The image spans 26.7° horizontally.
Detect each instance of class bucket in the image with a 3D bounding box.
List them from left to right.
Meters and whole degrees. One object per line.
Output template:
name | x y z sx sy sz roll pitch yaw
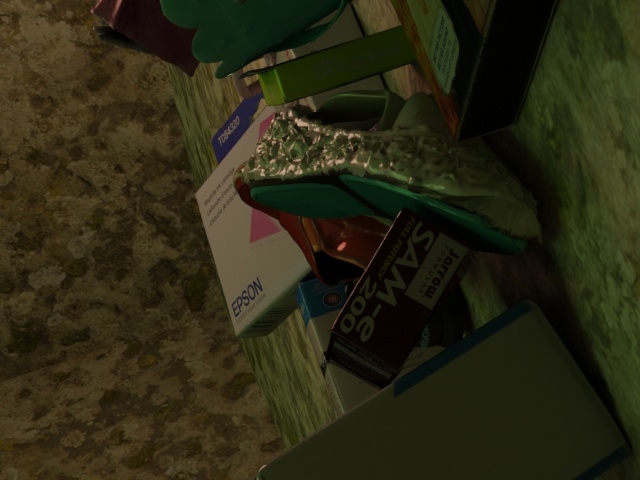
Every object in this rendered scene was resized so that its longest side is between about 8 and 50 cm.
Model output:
bucket | -0.074 -0.309 1.278 0.281 0.183 0.281 61 -171 -17

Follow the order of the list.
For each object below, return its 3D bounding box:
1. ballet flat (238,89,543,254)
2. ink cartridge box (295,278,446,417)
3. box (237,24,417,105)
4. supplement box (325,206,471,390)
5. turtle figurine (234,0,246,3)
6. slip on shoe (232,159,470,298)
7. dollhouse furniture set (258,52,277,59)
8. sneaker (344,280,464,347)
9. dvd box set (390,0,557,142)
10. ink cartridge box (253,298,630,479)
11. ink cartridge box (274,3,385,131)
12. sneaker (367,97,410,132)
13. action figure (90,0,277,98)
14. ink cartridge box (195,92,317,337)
ballet flat | 0.061 -0.082 1.274 0.409 0.147 0.147 11 121 54
ink cartridge box | 0.071 0.132 1.646 0.086 0.148 0.203 114 138 -75
box | 0.013 -0.173 1.342 0.109 0.178 0.042 -163 55 -78
supplement box | 0.066 0.062 1.246 0.073 0.130 0.239 30 170 4
turtle figurine | 0.081 -0.252 0.739 0.266 0.275 0.197 -108 21 -62
slip on shoe | 0.013 -0.006 1.487 0.331 0.101 0.123 28 170 38
dollhouse furniture set | -0.109 -0.320 2.016 0.091 0.081 0.114 -125 20 -59
sneaker | 0.073 0.019 1.556 0.101 0.106 0.267 91 160 -45
dvd box set | 0.073 -0.329 1.089 0.307 0.062 0.420 96 154 -67
ink cartridge box | 0.087 0.231 1.296 0.166 0.285 0.395 57 168 9
ink cartridge box | 0.011 -0.163 1.620 0.212 0.093 0.154 95 155 -68
sneaker | 0.069 -0.087 1.451 0.221 0.087 0.083 117 133 -73
action figure | -0.126 -0.375 1.654 0.370 0.276 0.248 -57 -3 28
ink cartridge box | -0.070 -0.078 1.865 0.324 0.071 0.330 -45 58 49
